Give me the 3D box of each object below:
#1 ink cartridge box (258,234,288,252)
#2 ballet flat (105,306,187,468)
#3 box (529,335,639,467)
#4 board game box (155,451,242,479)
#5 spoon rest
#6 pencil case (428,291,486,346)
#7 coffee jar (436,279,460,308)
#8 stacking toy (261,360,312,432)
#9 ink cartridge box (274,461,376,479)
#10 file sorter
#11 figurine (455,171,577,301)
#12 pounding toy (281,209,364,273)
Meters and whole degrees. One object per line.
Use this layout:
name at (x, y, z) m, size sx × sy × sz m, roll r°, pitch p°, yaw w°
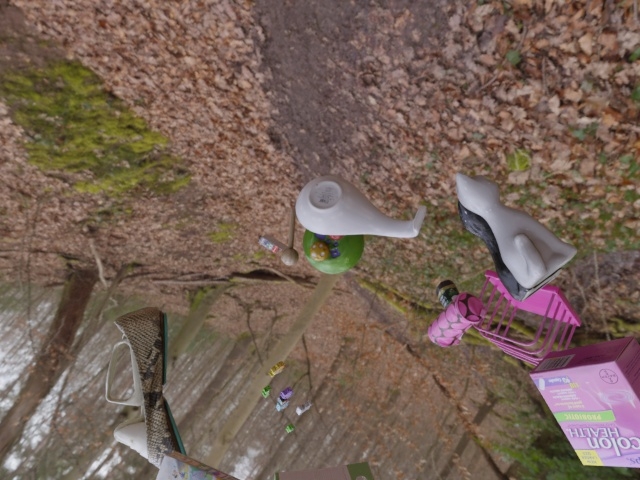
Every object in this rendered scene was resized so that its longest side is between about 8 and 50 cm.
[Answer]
ink cartridge box at (-0.166, 0.021, 1.627) m, size 0.115 × 0.029 × 0.063 m, roll 31°, pitch -163°, yaw 10°
ballet flat at (-0.485, 0.430, 1.203) m, size 0.164 × 0.182 × 0.482 m, roll -25°, pitch 75°, yaw 64°
box at (0.650, 0.368, 0.993) m, size 0.243 × 0.117 × 0.213 m, roll 61°, pitch 145°, yaw 7°
board game box at (-0.153, 0.334, 0.487) m, size 0.103 × 0.154 × 0.026 m, roll 12°, pitch 165°, yaw 18°
spoon rest at (0.076, -0.058, 0.894) m, size 0.276 × 0.137 × 0.084 m, roll 16°, pitch 160°, yaw 24°
pencil case at (0.383, 0.227, 1.226) m, size 0.098 × 0.095 × 0.209 m, roll 34°, pitch 150°, yaw 12°
coffee jar at (0.543, 0.254, 1.790) m, size 0.096 × 0.079 × 0.184 m, roll 84°, pitch 168°, yaw -48°
stacking toy at (-0.115, 0.519, 1.442) m, size 0.167 × 0.052 × 0.221 m, roll 48°, pitch 140°, yaw 26°
ink cartridge box at (0.018, 0.592, 0.991) m, size 0.235 × 0.056 × 0.171 m, roll 0°, pitch -167°, yaw -11°
file sorter at (0.599, 0.242, 1.286) m, size 0.202 × 0.182 × 0.291 m, roll 16°, pitch 166°, yaw 46°
figurine at (0.301, -0.014, 0.734) m, size 0.209 × 0.092 × 0.215 m, roll 54°, pitch -174°, yaw 24°
pounding toy at (0.000, 0.000, 1.235) m, size 0.237 × 0.183 × 0.110 m, roll 7°, pitch 178°, yaw 14°
